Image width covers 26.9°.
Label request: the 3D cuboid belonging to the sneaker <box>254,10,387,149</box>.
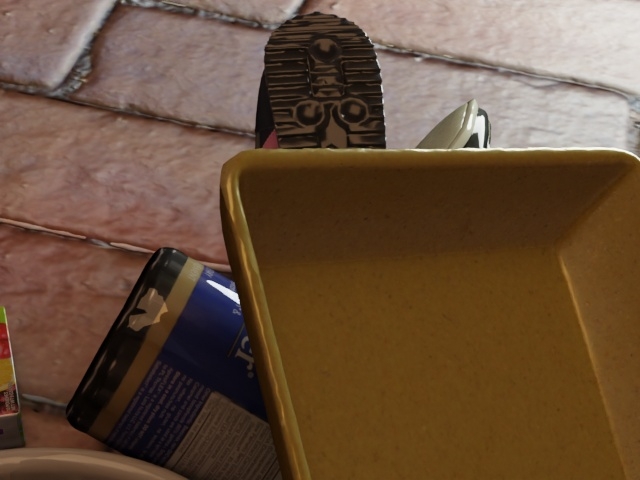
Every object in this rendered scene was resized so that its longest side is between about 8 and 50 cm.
[{"bbox_3d":[0.000,0.000,0.975,0.112,0.131,0.319,6,66,-3],"label":"sneaker"}]

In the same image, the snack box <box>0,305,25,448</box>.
[{"bbox_3d":[-0.272,0.099,0.880,0.141,0.037,0.100,-8,44,-14],"label":"snack box"}]

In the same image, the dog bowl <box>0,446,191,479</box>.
[{"bbox_3d":[-0.150,0.255,0.684,0.349,0.102,0.348,3,43,-3],"label":"dog bowl"}]

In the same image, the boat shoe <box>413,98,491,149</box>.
[{"bbox_3d":[0.103,-0.030,1.045,0.079,0.084,0.233,41,34,-17],"label":"boat shoe"}]

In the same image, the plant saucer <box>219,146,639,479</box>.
[{"bbox_3d":[0.098,0.116,0.749,0.333,0.081,0.332,-3,71,-38],"label":"plant saucer"}]

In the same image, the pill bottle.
[{"bbox_3d":[-0.030,0.107,0.804,0.219,0.123,0.122,30,44,-7],"label":"pill bottle"}]
